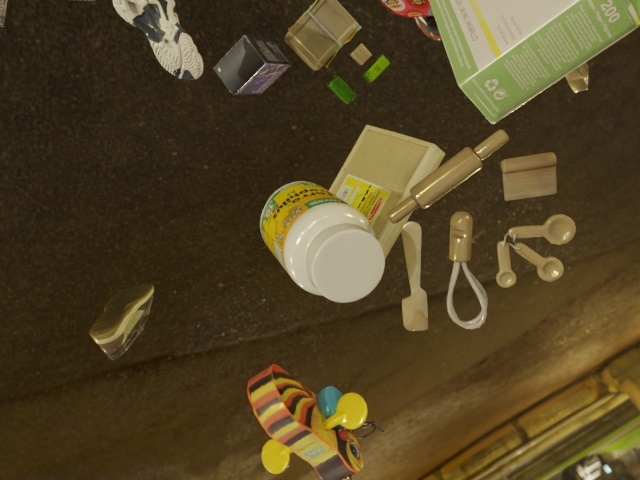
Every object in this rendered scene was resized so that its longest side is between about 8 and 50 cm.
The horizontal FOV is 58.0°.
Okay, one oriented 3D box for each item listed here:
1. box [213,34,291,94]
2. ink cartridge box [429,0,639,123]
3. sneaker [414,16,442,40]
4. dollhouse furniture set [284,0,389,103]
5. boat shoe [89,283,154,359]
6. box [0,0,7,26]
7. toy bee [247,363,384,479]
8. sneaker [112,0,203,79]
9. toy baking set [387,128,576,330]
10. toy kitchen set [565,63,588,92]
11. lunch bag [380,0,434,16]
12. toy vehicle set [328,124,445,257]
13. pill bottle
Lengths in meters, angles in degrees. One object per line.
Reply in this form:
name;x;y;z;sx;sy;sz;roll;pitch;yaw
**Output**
box;-0.212;-0.548;1.819;0.153;0.108;0.207;-37;180;26
ink cartridge box;0.203;-0.214;0.440;0.235;0.171;0.056;-33;126;28
sneaker;0.339;-0.784;1.899;0.098;0.276;0.135;-27;-171;18
dollhouse furniture set;0.049;-0.613;1.851;0.301;0.151;0.197;43;101;-14
boat shoe;-0.382;0.157;1.136;0.080;0.223;0.073;-9;109;6
box;-0.649;-0.531;1.101;0.207;0.114;0.036;-65;177;25
toy bee;0.016;0.315;0.912;0.298;0.162;0.195;18;123;-26
sneaker;-0.339;-0.477;1.290;0.235;0.153;0.094;41;120;-19
toy baking set;0.179;0.001;0.679;0.256;0.196;0.030;-33;-170;14
toy kitchen set;0.273;-0.223;0.692;0.075;0.068;0.083;-7;152;41
lunch bag;0.266;-0.620;1.365;0.258;0.293;0.120;28;79;-50
toy vehicle set;0.077;-0.060;0.983;0.035;0.166;0.267;29;91;-44
pill bottle;0.000;0.000;0.731;0.118;0.208;0.117;-5;109;-17
